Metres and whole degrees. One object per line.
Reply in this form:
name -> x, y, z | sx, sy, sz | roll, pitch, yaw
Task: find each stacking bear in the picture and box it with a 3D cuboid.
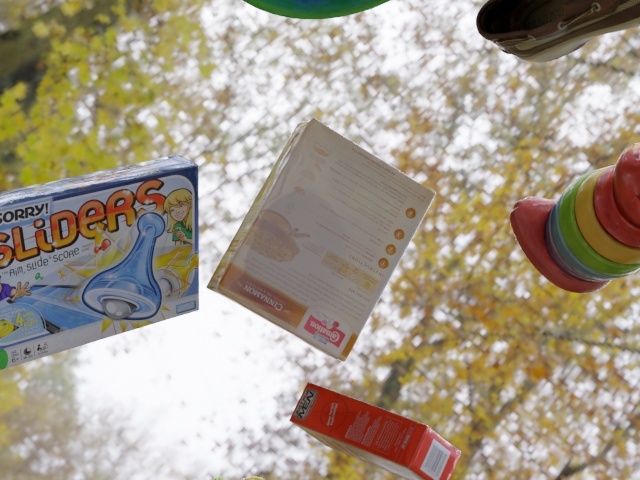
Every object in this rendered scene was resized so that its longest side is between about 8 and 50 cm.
stacking bear -> 0.409, -0.040, 1.651 | 0.289, 0.175, 0.164 | 131, -57, -66

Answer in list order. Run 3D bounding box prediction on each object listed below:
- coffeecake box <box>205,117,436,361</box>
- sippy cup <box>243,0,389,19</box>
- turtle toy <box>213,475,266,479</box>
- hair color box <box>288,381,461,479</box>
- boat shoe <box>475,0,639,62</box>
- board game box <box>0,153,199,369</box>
coffeecake box -> 0.000, 0.000, 1.156 | 0.142, 0.185, 0.068 | 31, -8, -12
sippy cup -> -0.008, -0.340, 0.987 | 0.305, 0.240, 0.224 | 83, -10, -56
turtle toy -> -0.034, 0.153, 0.561 | 0.130, 0.066, 0.095 | 35, -2, -4
hair color box -> 0.048, 0.176, 1.091 | 0.141, 0.043, 0.072 | 14, -19, 40
boat shoe -> 0.240, -0.230, 1.077 | 0.257, 0.095, 0.095 | -32, -122, 50
board game box -> -0.190, 0.016, 0.970 | 0.035, 0.201, 0.136 | 28, -55, 45
